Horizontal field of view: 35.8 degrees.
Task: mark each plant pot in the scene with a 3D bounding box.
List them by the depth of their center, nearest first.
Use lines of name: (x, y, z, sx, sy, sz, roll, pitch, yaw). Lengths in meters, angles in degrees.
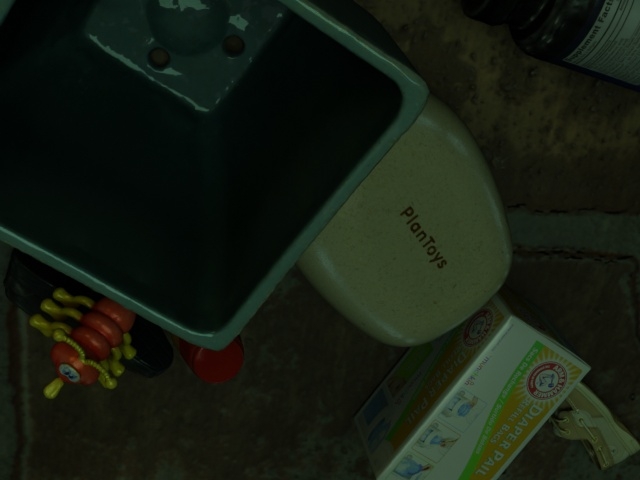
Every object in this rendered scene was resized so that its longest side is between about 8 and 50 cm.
plant pot: (-0.104, -0.128, 0.716, 0.248, 0.252, 0.247, 31, 115, -20)

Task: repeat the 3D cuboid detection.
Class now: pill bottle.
pill bottle: (0.235, -0.198, 0.824, 0.219, 0.123, 0.123, 15, 108, -14)

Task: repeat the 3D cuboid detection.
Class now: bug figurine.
bug figurine: (-0.224, -0.019, 0.786, 0.279, 0.072, 0.216, 42, 56, -19)

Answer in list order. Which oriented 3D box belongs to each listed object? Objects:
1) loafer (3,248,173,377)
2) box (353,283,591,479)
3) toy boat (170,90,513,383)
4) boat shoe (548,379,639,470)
loafer: (-0.206, 0.069, 0.881, 0.170, 0.062, 0.061, 39, 125, 3)
box: (0.140, 0.147, 0.950, 0.103, 0.114, 0.203, 33, 102, -20)
toy boat: (0.000, 0.000, 0.867, 0.318, 0.148, 0.267, -32, 118, -4)
boat shoe: (0.262, 0.179, 1.010, 0.059, 0.063, 0.170, -44, 113, 4)
